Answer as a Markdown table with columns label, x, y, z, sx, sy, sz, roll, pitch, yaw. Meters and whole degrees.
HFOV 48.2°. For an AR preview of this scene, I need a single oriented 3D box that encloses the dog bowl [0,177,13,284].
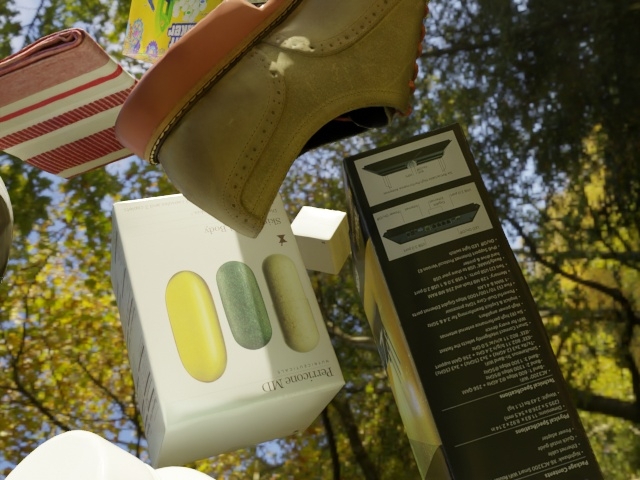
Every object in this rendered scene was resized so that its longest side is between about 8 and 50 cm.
| label | x | y | z | sx | sy | sz | roll | pitch | yaw |
| --- | --- | --- | --- | --- | --- | --- | --- | --- | --- |
| dog bowl | -0.622 | -0.024 | 1.046 | 0.102 | 0.348 | 0.349 | -112 | 5 | -72 |

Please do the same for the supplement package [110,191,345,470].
| label | x | y | z | sx | sy | sz | roll | pitch | yaw |
| --- | --- | --- | --- | --- | --- | --- | --- | --- | --- |
| supplement package | -0.124 | 0.101 | 0.852 | 0.199 | 0.198 | 0.263 | -10 | -116 | -22 |

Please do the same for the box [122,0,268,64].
| label | x | y | z | sx | sy | sz | roll | pitch | yaw |
| --- | --- | --- | --- | --- | --- | --- | --- | --- | --- |
| box | -0.122 | -0.379 | 1.029 | 0.177 | 0.290 | 0.279 | 8 | -83 | -42 |

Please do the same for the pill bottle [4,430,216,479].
| label | x | y | z | sx | sy | sz | roll | pitch | yaw |
| --- | --- | --- | --- | --- | --- | --- | --- | --- | --- |
| pill bottle | -0.091 | 0.310 | 0.564 | 0.361 | 0.204 | 0.204 | 44 | -133 | -31 |

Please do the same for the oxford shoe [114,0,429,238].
| label | x | y | z | sx | sy | sz | roll | pitch | yaw |
| --- | --- | --- | --- | --- | --- | --- | --- | --- | --- |
| oxford shoe | 0.027 | -0.143 | 0.506 | 0.130 | 0.123 | 0.348 | 45 | -104 | 0 |

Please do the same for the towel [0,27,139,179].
| label | x | y | z | sx | sy | sz | roll | pitch | yaw |
| --- | --- | --- | --- | --- | --- | --- | --- | --- | --- |
| towel | -0.357 | -0.181 | 1.025 | 0.329 | 0.237 | 0.037 | 43 | -150 | -73 |

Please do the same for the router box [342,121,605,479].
| label | x | y | z | sx | sy | sz | roll | pitch | yaw |
| --- | --- | --- | --- | --- | --- | --- | --- | --- | --- |
| router box | 0.094 | 0.091 | 0.540 | 0.309 | 0.081 | 0.243 | 76 | 176 | -72 |

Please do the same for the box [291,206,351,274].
| label | x | y | z | sx | sy | sz | roll | pitch | yaw |
| --- | --- | --- | --- | --- | --- | --- | --- | --- | --- |
| box | 0.000 | 0.000 | 1.465 | 0.087 | 0.102 | 0.101 | -59 | -32 | -39 |

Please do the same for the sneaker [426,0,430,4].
| label | x | y | z | sx | sy | sz | roll | pitch | yaw |
| --- | --- | --- | --- | --- | --- | --- | --- | --- | --- |
| sneaker | 0.148 | -0.461 | 1.267 | 0.343 | 0.134 | 0.146 | -52 | -3 | 0 |
